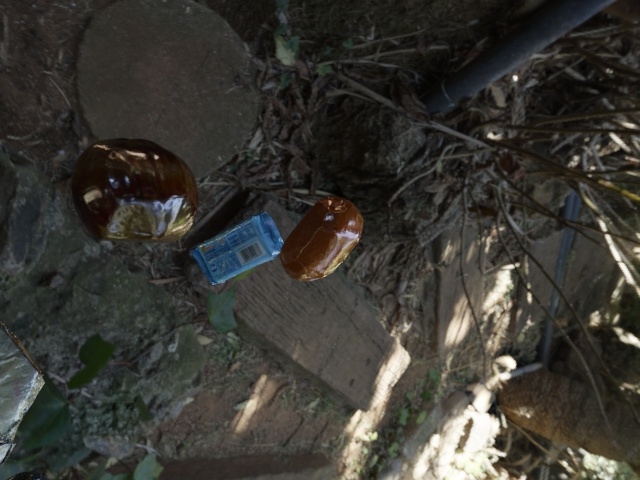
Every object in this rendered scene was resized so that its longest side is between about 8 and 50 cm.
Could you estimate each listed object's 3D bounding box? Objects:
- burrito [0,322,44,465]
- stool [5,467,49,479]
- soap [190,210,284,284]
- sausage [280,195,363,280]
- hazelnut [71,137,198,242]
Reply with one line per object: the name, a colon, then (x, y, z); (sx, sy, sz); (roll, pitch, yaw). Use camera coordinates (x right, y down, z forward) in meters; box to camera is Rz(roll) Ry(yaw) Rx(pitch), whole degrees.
burrito: (-0.820, 0.386, 1.169); (0.175, 0.107, 0.348); (27, 67, -38)
stool: (-0.788, 0.716, 1.245); (0.139, 0.154, 0.227); (-35, 144, 23)
soap: (-0.264, 0.028, 1.473); (0.293, 0.077, 0.156); (-25, 94, 16)
sausage: (0.001, 0.001, 1.251); (0.141, 0.153, 0.268); (27, 111, -35)
hazelnut: (-0.337, -0.096, 0.862); (0.233, 0.217, 0.218); (10, 107, -63)
